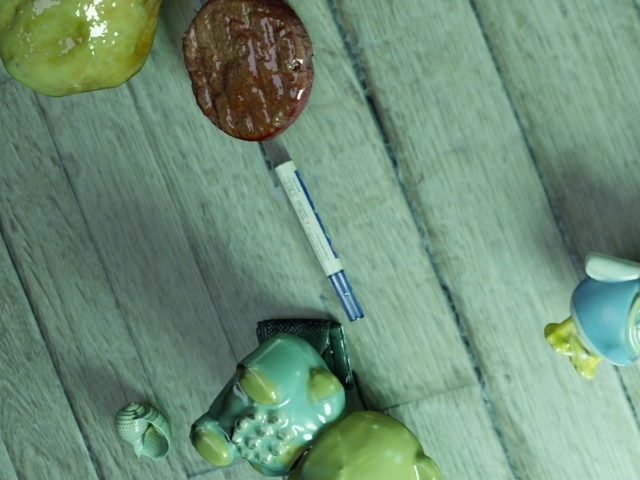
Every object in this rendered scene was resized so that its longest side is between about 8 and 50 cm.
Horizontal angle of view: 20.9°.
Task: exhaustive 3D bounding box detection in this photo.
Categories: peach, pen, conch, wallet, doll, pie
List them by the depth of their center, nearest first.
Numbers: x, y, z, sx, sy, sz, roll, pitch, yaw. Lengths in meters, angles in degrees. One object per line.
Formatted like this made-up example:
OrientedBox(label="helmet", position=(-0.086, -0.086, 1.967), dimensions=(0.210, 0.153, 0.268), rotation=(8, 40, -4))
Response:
OrientedBox(label="doll", position=(0.332, 0.055, 1.706), dimensions=(0.241, 0.099, 0.135), rotation=(-32, 79, 43))
OrientedBox(label="doll", position=(0.002, 0.241, 1.982), dimensions=(0.261, 0.161, 0.177), rotation=(42, 121, 8))
OrientedBox(label="pie", position=(-0.083, -0.200, 1.989), dimensions=(0.182, 0.049, 0.182), rotation=(13, 113, 34))
OrientedBox(label="pen", position=(0.000, 0.000, 2.006), dimensions=(0.025, 0.025, 0.204), rotation=(-28, 88, 42))
OrientedBox(label="peach", position=(-0.278, -0.280, 2.036), dimensions=(0.235, 0.214, 0.214), rotation=(-31, 85, 24))
OrientedBox(label="wallet", position=(-0.021, 0.136, 2.068), dimensions=(0.129, 0.026, 0.088), rotation=(-1, 105, 39))
OrientedBox(label="conch", position=(-0.227, 0.244, 2.257), dimensions=(0.076, 0.056, 0.085), rotation=(0, 136, 22))
